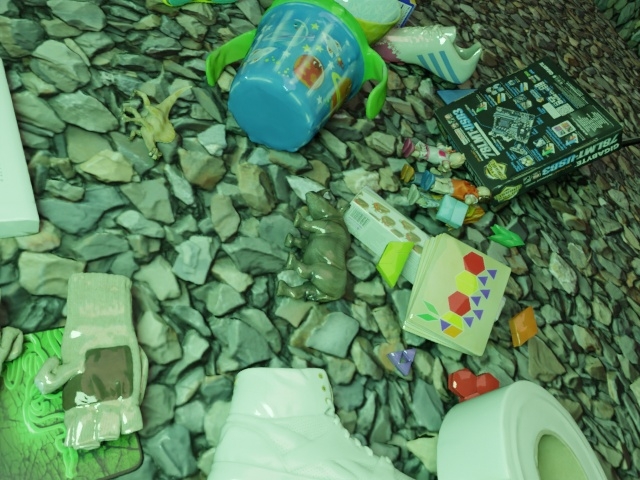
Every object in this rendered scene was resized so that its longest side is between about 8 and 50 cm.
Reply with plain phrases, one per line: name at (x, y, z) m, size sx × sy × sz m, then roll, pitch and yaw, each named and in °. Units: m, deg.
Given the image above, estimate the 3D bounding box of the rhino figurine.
rhino figurine at (0.000, 0.000, 0.864) m, size 0.106 × 0.073 × 0.243 m, roll 19°, pitch 46°, yaw -12°

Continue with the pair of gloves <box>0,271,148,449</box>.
pair of gloves at (-0.313, 0.137, 0.578) m, size 0.240 × 0.042 × 0.204 m, roll -4°, pitch 60°, yaw -30°

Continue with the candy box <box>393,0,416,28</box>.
candy box at (0.084, -0.727, 1.471) m, size 0.317 × 0.122 × 0.268 m, roll 12°, pitch 49°, yaw -24°

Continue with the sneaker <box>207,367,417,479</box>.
sneaker at (0.023, 0.244, 0.655) m, size 0.293 × 0.108 × 0.169 m, roll 20°, pitch 50°, yaw -14°

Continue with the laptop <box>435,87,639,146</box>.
laptop at (0.592, -0.329, 1.383) m, size 0.382 × 0.408 × 0.236 m, roll -15°, pitch 98°, yaw -38°

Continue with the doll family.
doll family at (0.254, -0.107, 1.096) m, size 0.163 × 0.118 × 0.263 m, roll 14°, pitch 31°, yaw -13°

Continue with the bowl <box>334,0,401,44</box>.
bowl at (0.029, -0.541, 1.261) m, size 0.290 × 0.156 × 0.289 m, roll 16°, pitch 48°, yaw -19°

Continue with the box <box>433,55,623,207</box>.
box at (0.445, -0.249, 1.183) m, size 0.073 × 0.293 × 0.295 m, roll 54°, pitch 12°, yaw -49°

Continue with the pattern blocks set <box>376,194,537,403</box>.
pattern blocks set at (0.224, 0.093, 0.879) m, size 0.285 × 0.026 × 0.324 m, roll 36°, pitch 67°, yaw 1°

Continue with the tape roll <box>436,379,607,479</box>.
tape roll at (0.276, 0.332, 0.684) m, size 0.286 × 0.100 × 0.286 m, roll 31°, pitch 41°, yaw -32°

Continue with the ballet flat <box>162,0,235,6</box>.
ballet flat at (-0.267, -0.562, 1.165) m, size 0.077 × 0.077 × 0.231 m, roll 36°, pitch 44°, yaw 24°

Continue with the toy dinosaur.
toy dinosaur at (-0.281, -0.205, 0.889) m, size 0.093 × 0.053 × 0.183 m, roll 30°, pitch 50°, yaw -29°

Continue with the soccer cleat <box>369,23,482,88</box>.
soccer cleat at (0.266, -0.519, 1.391) m, size 0.331 × 0.143 × 0.116 m, roll 16°, pitch 48°, yaw -15°

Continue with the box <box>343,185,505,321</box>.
box at (0.178, 0.034, 0.949) m, size 0.324 × 0.067 × 0.063 m, roll 39°, pitch 45°, yaw 4°

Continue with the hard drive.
hard drive at (-0.505, -0.131, 0.689) m, size 0.203 × 0.040 × 0.307 m, roll -8°, pitch 59°, yaw -35°

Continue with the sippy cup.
sippy cup at (-0.051, -0.292, 0.980) m, size 0.240 × 0.306 × 0.224 m, roll 49°, pitch 50°, yaw -29°

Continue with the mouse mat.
mouse mat at (-0.291, 0.182, 0.588) m, size 0.153 × 0.007 × 0.189 m, roll -7°, pitch 58°, yaw -34°
